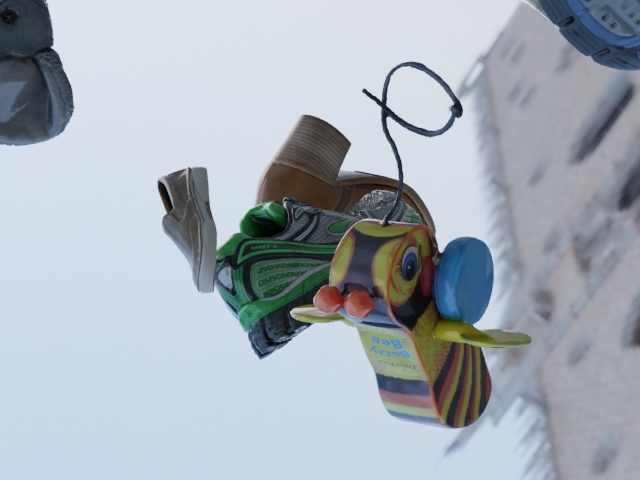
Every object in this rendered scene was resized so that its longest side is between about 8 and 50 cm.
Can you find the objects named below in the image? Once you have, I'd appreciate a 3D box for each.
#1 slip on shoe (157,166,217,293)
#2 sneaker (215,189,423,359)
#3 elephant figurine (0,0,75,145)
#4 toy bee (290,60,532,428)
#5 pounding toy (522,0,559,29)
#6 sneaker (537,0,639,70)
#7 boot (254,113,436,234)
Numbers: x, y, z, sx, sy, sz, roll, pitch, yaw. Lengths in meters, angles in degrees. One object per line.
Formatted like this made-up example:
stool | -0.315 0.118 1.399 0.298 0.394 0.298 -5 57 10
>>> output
slip on shoe | -0.106 -0.009 1.238 0.041 0.051 0.135 -2 -134 -9
sneaker | 0.000 0.000 1.753 0.146 0.134 0.343 55 -147 2
elephant figurine | -0.277 -0.145 1.270 0.169 0.239 0.186 58 -174 5
toy bee | 0.049 0.042 1.212 0.162 0.195 0.298 -44 -70 -45
pounding toy | 0.248 -0.310 1.609 0.100 0.141 0.130 32 -167 -39
sneaker | 0.135 -0.241 1.003 0.297 0.111 0.129 51 -151 -8
boot | 0.017 0.001 1.967 0.109 0.220 0.283 13 161 42
